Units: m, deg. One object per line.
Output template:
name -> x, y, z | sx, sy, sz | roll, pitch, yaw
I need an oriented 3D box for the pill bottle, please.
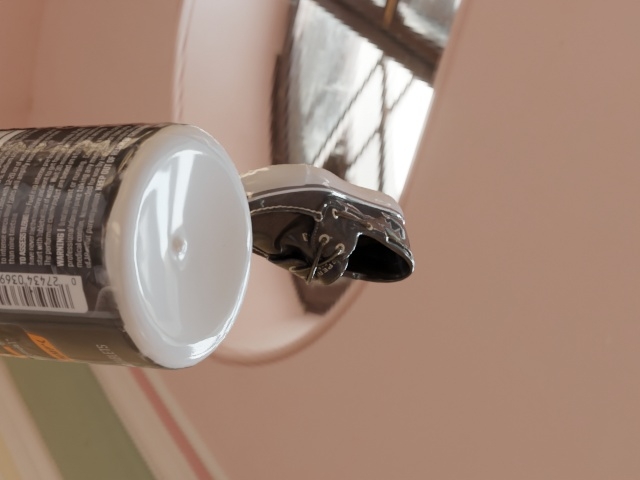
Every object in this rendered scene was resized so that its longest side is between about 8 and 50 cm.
pill bottle -> -0.172, 0.001, 0.660 | 0.245, 0.131, 0.130 | 1, -163, 29

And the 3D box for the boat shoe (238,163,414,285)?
boat shoe -> 0.000, 0.000, 0.904 | 0.228, 0.080, 0.076 | 13, -132, -56
